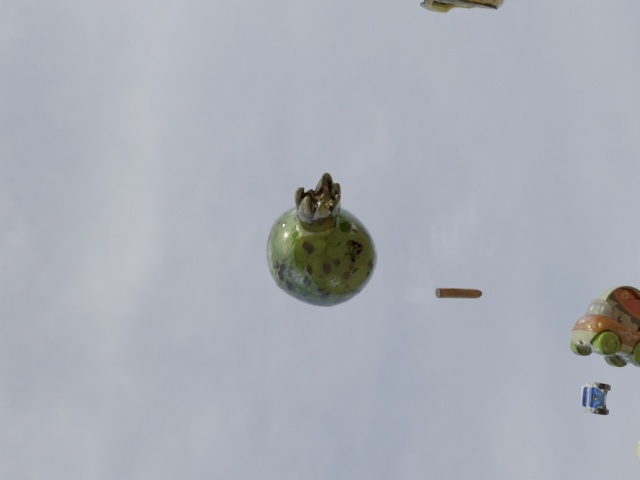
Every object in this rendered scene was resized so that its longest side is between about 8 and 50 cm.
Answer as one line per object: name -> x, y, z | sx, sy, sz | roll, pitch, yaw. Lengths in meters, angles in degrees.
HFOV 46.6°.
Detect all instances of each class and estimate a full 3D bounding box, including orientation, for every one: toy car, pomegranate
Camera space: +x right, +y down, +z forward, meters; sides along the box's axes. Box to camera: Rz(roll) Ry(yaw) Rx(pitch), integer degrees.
toy car -> 0.812, 0.227, 2.038 | 0.235, 0.145, 0.235 | 2, -99, -14
pomegranate -> 0.016, 0.008, 1.566 | 0.242, 0.306, 0.242 | 10, -121, -18
toy car -> 0.718, 0.411, 1.942 | 0.171, 0.070, 0.080 | 27, -112, -65

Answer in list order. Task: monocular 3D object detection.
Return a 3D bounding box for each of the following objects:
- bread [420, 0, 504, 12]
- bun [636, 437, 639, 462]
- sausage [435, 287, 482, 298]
bread -> 0.274, -0.530, 1.427 | 0.197, 0.197, 0.170 | -4, -77, -39
bun -> 0.630, 0.392, 1.377 | 0.055, 0.086, 0.086 | 14, -106, -29
sausage -> 0.316, 0.120, 1.691 | 0.116, 0.026, 0.026 | 3, -99, -23
